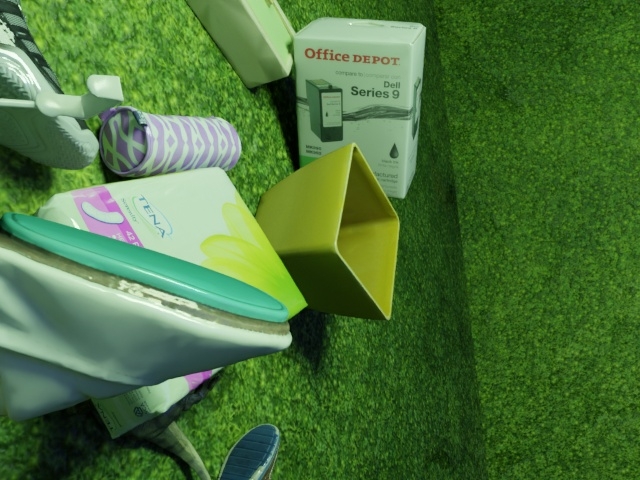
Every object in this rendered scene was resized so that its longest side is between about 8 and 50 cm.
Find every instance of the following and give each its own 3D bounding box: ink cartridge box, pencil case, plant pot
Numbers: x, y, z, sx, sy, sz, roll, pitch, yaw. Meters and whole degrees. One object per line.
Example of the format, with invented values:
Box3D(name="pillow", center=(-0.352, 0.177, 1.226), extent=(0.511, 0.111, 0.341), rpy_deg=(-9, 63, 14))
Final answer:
Box3D(name="ink cartridge box", center=(0.069, -0.239, 1.025), extent=(0.121, 0.211, 0.289), rpy_deg=(-60, 153, -51))
Box3D(name="pencil case", center=(-0.189, -0.126, 0.723), extent=(0.088, 0.086, 0.206), rpy_deg=(54, 23, 11))
Box3D(name="plant pot", center=(0.000, 0.000, 0.930), extent=(0.212, 0.187, 0.212), rpy_deg=(53, 37, -44))

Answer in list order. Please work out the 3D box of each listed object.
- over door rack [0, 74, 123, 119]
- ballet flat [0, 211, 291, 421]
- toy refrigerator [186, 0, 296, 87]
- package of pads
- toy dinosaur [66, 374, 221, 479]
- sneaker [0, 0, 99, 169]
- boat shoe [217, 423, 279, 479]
Box3D(name="over door rack", center=(-0.293, 0.011, 0.385), extent=(0.325, 0.108, 0.239), rpy_deg=(-10, 90, -38))
Box3D(name="ballet flat", center=(-0.208, 0.027, 0.316), extent=(0.401, 0.139, 0.139), rpy_deg=(25, 56, -28))
Box3D(name="toy refrigerator", center=(-0.137, -0.384, 0.888), extent=(0.269, 0.094, 0.102), rpy_deg=(52, 39, -43))
Box3D(name="package of pads", center=(-0.164, 0.039, 0.628), extent=(0.229, 0.101, 0.297), rpy_deg=(58, 27, 3))
Box3D(name="toy dinosaur", center=(-0.185, 0.186, 0.650), extent=(0.268, 0.064, 0.118), rpy_deg=(54, 51, -42))
Box3D(name="sneaker", center=(-0.288, -0.198, 0.518), extent=(0.268, 0.101, 0.153), rpy_deg=(52, 41, -40))
Box3D(name="boat shoe", center=(-0.104, 0.339, 0.765), extent=(0.183, 0.066, 0.066), rpy_deg=(-57, 137, -40))
